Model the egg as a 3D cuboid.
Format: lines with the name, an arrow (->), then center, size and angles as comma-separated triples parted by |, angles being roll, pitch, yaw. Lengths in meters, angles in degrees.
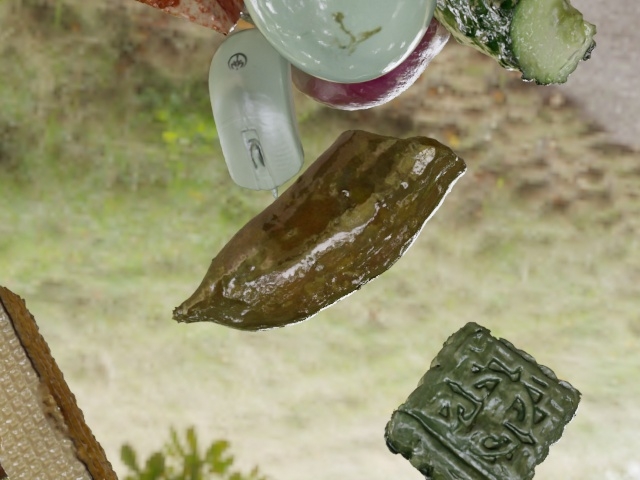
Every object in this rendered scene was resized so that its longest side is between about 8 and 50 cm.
egg -> 0.010, -0.270, 1.227 | 0.183, 0.264, 0.183 | -14, -173, 2

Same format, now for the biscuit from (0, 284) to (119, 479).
biscuit -> -0.278, 0.207, 1.394 | 0.378, 0.094, 0.054 | 56, -167, 24

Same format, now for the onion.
onion -> 0.009, -0.378, 2.214 | 0.385, 0.347, 0.348 | -10, -168, -41

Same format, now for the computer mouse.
computer mouse -> -0.069, -0.130, 1.420 | 0.089, 0.181, 0.056 | -11, 178, 23

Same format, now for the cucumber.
cucumber -> 0.149, -0.288, 1.497 | 0.145, 0.105, 0.325 | 38, -171, -45

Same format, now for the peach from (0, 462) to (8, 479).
peach -> -0.515, 0.217, 1.907 | 0.275, 0.245, 0.248 | 37, -161, -20

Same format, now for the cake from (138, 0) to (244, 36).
cake -> -0.215, -0.327, 1.556 | 0.160, 0.158, 0.262 | -21, 127, 26

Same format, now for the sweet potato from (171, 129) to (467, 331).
sweet potato -> 0.000, 0.000, 1.579 | 0.158, 0.370, 0.158 | 47, 174, 6

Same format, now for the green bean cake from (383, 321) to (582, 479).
green bean cake -> 0.255, 0.286, 2.213 | 0.241, 0.255, 0.132 | 39, 163, 3
